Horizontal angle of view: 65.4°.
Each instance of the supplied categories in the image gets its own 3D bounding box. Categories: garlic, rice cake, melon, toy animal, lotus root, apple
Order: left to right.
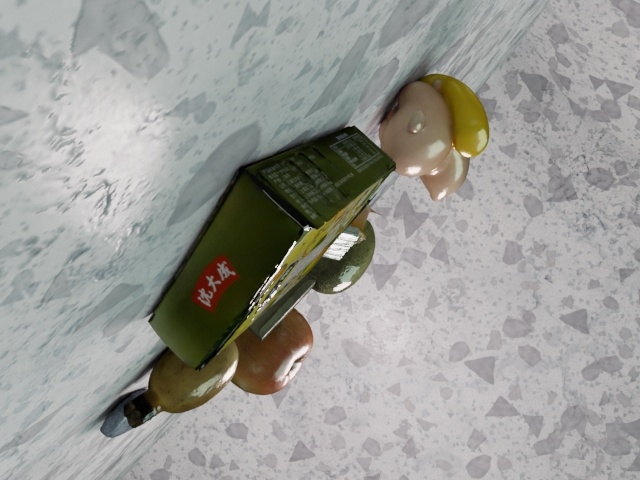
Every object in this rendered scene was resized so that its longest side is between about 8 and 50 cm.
[{"bbox_3d":[-0.336,0.337,1.221,0.310,0.183,0.183,-35,167,-43],"label":"lotus root"},{"bbox_3d":[-0.203,0.357,1.738,0.338,0.305,0.338,-47,161,-22],"label":"apple"},{"bbox_3d":[0.000,0.000,1.474,0.198,0.037,0.189,4,150,-20],"label":"rice cake"},{"bbox_3d":[0.062,0.043,1.796,0.329,0.248,0.248,-51,177,-22],"label":"melon"},{"bbox_3d":[0.094,-0.074,1.627,0.245,0.164,0.145,-51,163,-55],"label":"garlic"},{"bbox_3d":[0.242,-0.263,1.257,0.247,0.277,0.345,-18,158,-8],"label":"toy animal"}]

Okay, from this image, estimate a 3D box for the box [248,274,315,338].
[{"bbox_3d":[-0.150,0.168,1.500,0.231,0.149,0.155,-46,175,-13],"label":"box"}]

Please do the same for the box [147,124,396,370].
[{"bbox_3d":[-0.071,-0.004,0.917,0.373,0.138,0.420,-50,174,32],"label":"box"}]

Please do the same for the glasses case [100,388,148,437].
[{"bbox_3d":[-0.485,0.444,1.294,0.109,0.067,0.282,-49,174,-11],"label":"glasses case"}]
